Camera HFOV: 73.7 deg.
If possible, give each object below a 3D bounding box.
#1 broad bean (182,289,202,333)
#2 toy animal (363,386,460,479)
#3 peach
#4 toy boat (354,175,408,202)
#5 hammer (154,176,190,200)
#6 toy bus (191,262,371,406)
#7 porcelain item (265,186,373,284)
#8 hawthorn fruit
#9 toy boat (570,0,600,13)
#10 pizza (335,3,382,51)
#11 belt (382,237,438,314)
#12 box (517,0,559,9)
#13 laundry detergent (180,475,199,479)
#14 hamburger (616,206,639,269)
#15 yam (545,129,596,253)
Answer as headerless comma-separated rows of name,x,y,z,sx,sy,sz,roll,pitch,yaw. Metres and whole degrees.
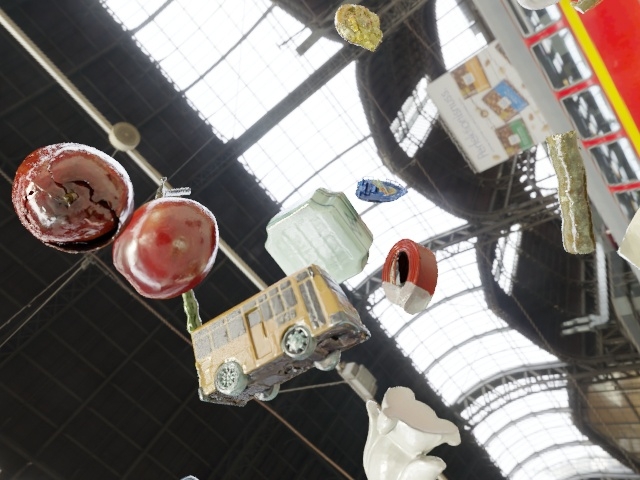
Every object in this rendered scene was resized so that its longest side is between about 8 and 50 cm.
broad bean,-0.451,0.210,1.463,0.052,0.053,0.256,-9,-109,-35
toy animal,0.211,0.567,1.144,0.205,0.271,0.265,6,-75,-37
peach,-0.333,0.019,0.967,0.243,0.243,0.199,-4,-134,-46
toy boat,0.187,-0.163,1.333,0.110,0.174,0.091,49,-127,-64
hammer,-0.492,-0.159,1.439,0.026,0.125,0.297,17,-170,-4
toy bus,-0.051,0.118,0.534,0.098,0.201,0.114,44,-162,-55
porcelain item,0.000,0.000,1.317,0.286,0.281,0.157,52,-151,-12
hawthorn fruit,-0.314,-0.056,0.550,0.148,0.172,0.148,-1,-88,-30
toy boat,0.709,-0.648,1.080,0.072,0.064,0.206,61,180,-3
pizza,0.077,-0.406,0.801,0.099,0.036,0.160,35,-136,-4
belt,0.363,0.143,1.739,0.115,0.227,0.324,25,-135,-24
box,0.491,-0.671,0.939,0.291,0.262,0.207,26,-138,-65
laundry detergent,-0.258,0.708,1.017,0.289,0.094,0.143,33,-129,13
hamburger,0.754,-0.039,0.899,0.227,0.151,0.295,-56,-36,-7
yam,0.498,-0.095,0.845,0.061,0.061,0.253,-38,-66,-47
